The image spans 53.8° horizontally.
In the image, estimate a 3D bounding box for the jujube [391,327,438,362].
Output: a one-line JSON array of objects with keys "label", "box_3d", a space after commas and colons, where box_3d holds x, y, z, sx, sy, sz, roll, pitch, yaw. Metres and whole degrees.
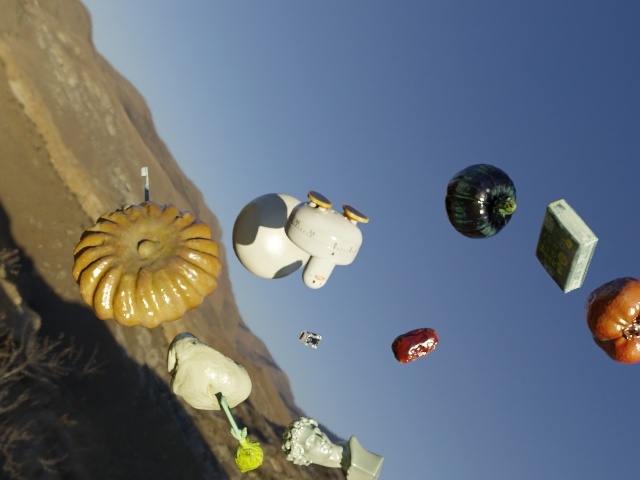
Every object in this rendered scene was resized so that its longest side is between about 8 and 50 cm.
[{"label": "jujube", "box_3d": [0.254, 0.277, 1.690, 0.077, 0.129, 0.077, -25, 90, -89]}]

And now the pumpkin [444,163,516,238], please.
[{"label": "pumpkin", "box_3d": [0.535, -0.118, 2.021, 0.248, 0.248, 0.248, 57, -13, 21]}]

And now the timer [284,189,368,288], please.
[{"label": "timer", "box_3d": [0.000, 0.000, 1.841, 0.233, 0.240, 0.233, 25, 15, -7]}]

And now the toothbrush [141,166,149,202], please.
[{"label": "toothbrush", "box_3d": [-0.509, -0.141, 1.835, 0.016, 0.019, 0.220, 98, -19, -47]}]

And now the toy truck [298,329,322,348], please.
[{"label": "toy truck", "box_3d": [-0.031, 0.279, 1.800, 0.044, 0.039, 0.083, 28, 0, 34]}]

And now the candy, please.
[{"label": "candy", "box_3d": [-0.211, 0.495, 1.625, 0.073, 0.077, 0.262, -74, 154, -54]}]

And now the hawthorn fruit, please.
[{"label": "hawthorn fruit", "box_3d": [0.750, 0.180, 1.572, 0.208, 0.207, 0.243, 64, 13, -12]}]

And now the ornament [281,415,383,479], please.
[{"label": "ornament", "box_3d": [0.030, 0.570, 1.685, 0.285, 0.130, 0.120, 26, 29, 0]}]

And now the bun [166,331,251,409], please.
[{"label": "bun", "box_3d": [-0.305, 0.364, 1.674, 0.259, 0.160, 0.259, 28, -15, 8]}]

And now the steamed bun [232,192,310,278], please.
[{"label": "steamed bun", "box_3d": [-0.167, -0.017, 2.341, 0.206, 0.324, 0.325, 6, -56, 65]}]

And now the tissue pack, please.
[{"label": "tissue pack", "box_3d": [0.771, 0.021, 2.001, 0.257, 0.081, 0.185, 79, -11, -51]}]

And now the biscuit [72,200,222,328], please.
[{"label": "biscuit", "box_3d": [-0.378, 0.036, 1.388, 0.326, 0.325, 0.107, 55, -31, 28]}]
